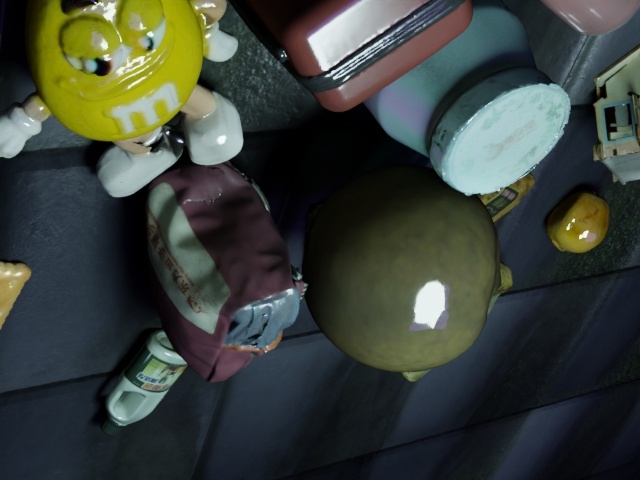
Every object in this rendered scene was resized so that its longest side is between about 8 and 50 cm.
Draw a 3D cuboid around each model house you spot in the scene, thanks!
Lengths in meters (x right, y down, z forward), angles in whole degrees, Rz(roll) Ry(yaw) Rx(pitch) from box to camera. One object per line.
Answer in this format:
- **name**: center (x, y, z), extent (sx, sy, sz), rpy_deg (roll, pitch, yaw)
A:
- **model house**: center (0.637, -0.254, 1.927), extent (0.326, 0.244, 0.169), rpy_deg (-9, 149, 23)

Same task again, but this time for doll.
- **doll**: center (-0.249, -0.189, 1.351), extent (0.348, 0.161, 0.423), rpy_deg (-47, 151, 22)

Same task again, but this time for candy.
- **candy**: center (0.253, -0.054, 1.963), extent (0.143, 0.101, 0.271), rpy_deg (25, 121, -42)

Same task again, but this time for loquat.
- **loquat**: center (0.511, -0.038, 2.183), extent (0.137, 0.113, 0.137), rpy_deg (-54, 167, -18)

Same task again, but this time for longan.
- **longan**: center (0.121, 0.038, 1.596), extent (0.319, 0.319, 0.319), rpy_deg (-22, 143, -18)

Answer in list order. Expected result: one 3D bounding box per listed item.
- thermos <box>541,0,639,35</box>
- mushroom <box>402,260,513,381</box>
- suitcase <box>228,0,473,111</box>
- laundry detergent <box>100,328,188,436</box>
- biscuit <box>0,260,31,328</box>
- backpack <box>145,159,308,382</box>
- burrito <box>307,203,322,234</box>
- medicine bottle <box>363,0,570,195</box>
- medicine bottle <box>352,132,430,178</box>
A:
- **thermos**: center (0.353, -0.420, 1.578), extent (0.176, 0.146, 0.265), rpy_deg (-43, 139, 22)
- **mushroom**: center (0.273, 0.162, 2.243), extent (0.107, 0.087, 0.333), rpy_deg (2, 135, -35)
- **suitcase**: center (0.017, -0.309, 1.301), extent (0.236, 0.297, 0.161), rpy_deg (-35, 137, 0)
- **laundry detergent**: center (-0.307, 0.250, 1.887), extent (0.099, 0.070, 0.225), rpy_deg (6, 130, -53)
- **biscuit**: center (-0.529, 0.122, 1.588), extent (0.160, 0.030, 0.249), rpy_deg (8, 127, -44)
- **backpack**: center (-0.146, 0.065, 1.630), extent (0.197, 0.283, 0.317), rpy_deg (-17, 151, -22)
- **burrito**: center (0.000, 0.000, 1.864), extent (0.055, 0.041, 0.149), rpy_deg (-32, 144, -28)
- **medicine bottle**: center (0.184, -0.229, 1.531), extent (0.245, 0.290, 0.245), rpy_deg (-22, 143, -17)
- **medicine bottle**: center (0.150, -0.146, 1.749), extent (0.079, 0.124, 0.258), rpy_deg (28, 110, -40)
